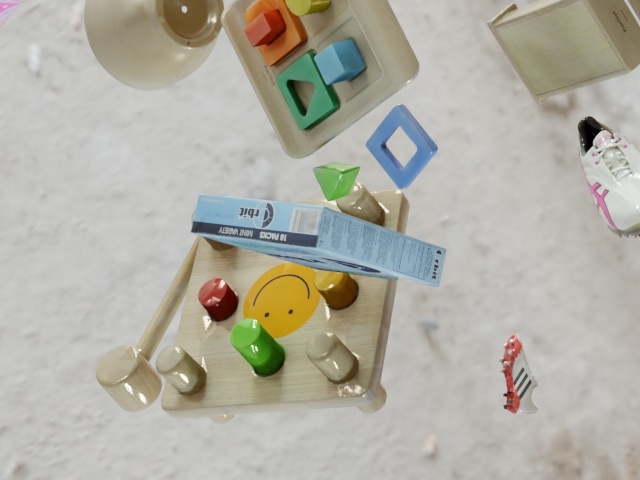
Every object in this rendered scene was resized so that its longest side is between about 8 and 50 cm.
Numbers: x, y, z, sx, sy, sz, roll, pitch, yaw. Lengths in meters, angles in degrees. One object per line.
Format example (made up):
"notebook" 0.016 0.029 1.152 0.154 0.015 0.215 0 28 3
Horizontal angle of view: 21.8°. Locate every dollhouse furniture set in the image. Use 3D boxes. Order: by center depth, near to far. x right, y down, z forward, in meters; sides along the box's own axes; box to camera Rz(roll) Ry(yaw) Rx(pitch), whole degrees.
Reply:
"dollhouse furniture set" 0.326 -0.268 1.783 0.242 0.161 0.212 -40 104 -28

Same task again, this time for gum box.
"gum box" 0.000 0.000 1.540 0.184 0.157 0.041 18 81 -48

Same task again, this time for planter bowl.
"planter bowl" -0.180 -0.262 1.942 0.162 0.109 0.162 3 85 -36

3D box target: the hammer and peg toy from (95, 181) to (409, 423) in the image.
"hammer and peg toy" -0.084 0.067 1.803 0.127 0.361 0.266 50 43 -46

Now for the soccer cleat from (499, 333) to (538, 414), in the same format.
"soccer cleat" 0.199 0.134 1.647 0.036 0.029 0.083 9 63 -19

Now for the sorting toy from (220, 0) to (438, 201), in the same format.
"sorting toy" -0.013 -0.197 1.647 0.047 0.196 0.347 -19 80 -46

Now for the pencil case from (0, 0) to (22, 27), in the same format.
"pencil case" -0.375 -0.247 1.678 0.124 0.284 0.124 27 38 -24

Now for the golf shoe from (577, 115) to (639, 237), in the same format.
"golf shoe" 0.292 -0.063 1.644 0.086 0.067 0.186 56 5 -22
